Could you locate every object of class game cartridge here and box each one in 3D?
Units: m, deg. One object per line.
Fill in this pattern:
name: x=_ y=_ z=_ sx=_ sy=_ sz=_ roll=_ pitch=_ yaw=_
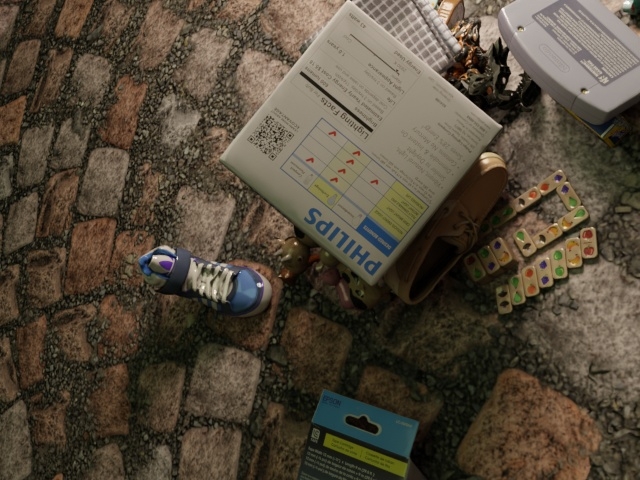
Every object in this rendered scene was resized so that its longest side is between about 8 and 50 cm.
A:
game cartridge: x=0.478 y=-0.354 z=1.388 sx=0.198 sy=0.062 sz=0.297 roll=-32 pitch=67 yaw=-8

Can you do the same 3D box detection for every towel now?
towel: x=0.118 y=-0.388 z=1.545 sx=0.284 sy=0.121 sz=0.235 roll=-34 pitch=88 yaw=32

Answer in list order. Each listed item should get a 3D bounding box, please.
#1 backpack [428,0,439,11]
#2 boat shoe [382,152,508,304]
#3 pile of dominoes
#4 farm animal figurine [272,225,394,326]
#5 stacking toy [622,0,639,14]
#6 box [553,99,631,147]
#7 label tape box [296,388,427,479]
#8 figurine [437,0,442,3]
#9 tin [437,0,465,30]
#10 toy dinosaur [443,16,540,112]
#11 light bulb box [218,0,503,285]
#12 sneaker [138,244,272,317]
backpack: x=0.189 y=-0.475 z=1.668 sx=0.182 sy=0.115 sz=0.152 roll=-30 pitch=52 yaw=-18
boat shoe: x=0.265 y=-0.017 z=1.477 sx=0.341 sy=0.122 sz=0.110 roll=-53 pitch=33 yaw=9
pile of dominoes: x=0.400 y=0.003 z=1.440 sx=0.251 sy=0.040 sz=0.196 roll=-37 pitch=56 yaw=24
farm animal figurine: x=0.000 y=0.000 z=1.599 sx=0.330 sy=0.172 sz=0.326 roll=15 pitch=110 yaw=45
stacking toy: x=0.610 y=-0.492 z=1.421 sx=0.167 sy=0.052 sz=0.221 roll=18 pitch=88 yaw=40
box: x=0.508 y=-0.252 z=1.421 sx=0.054 sy=0.059 sz=0.169 roll=-48 pitch=53 yaw=16
label tape box: x=0.077 y=0.503 z=1.494 sx=0.249 sy=0.115 sz=0.347 roll=10 pitch=80 yaw=39
figurine: x=0.156 y=-0.611 z=1.709 sx=0.215 sy=0.209 sz=0.092 roll=5 pitch=80 yaw=38
tin: x=0.264 y=-0.445 z=1.634 sx=0.040 sy=0.106 sz=0.189 roll=24 pitch=87 yaw=25
toy dinosaur: x=0.332 y=-0.312 z=1.551 sx=0.218 sy=0.164 sz=0.322 roll=-11 pitch=92 yaw=49
light bulb box: x=0.065 y=-0.167 z=1.377 sx=0.358 sy=0.225 sz=0.361 roll=39 pitch=89 yaw=-2
sneaker: x=-0.305 y=0.097 z=1.831 sx=0.323 sy=0.236 sz=0.130 roll=13 pitch=85 yaw=40
